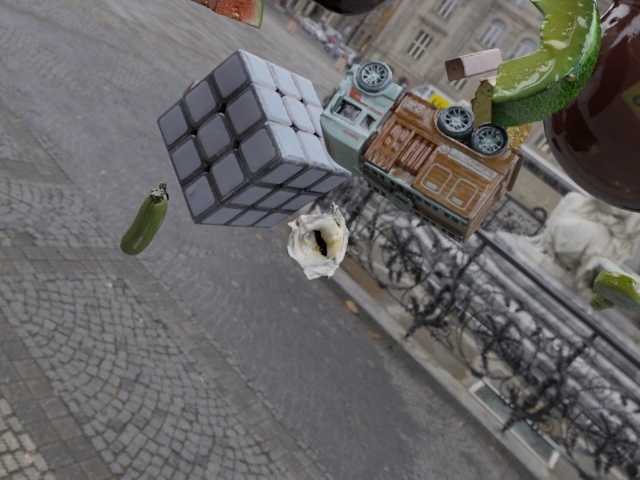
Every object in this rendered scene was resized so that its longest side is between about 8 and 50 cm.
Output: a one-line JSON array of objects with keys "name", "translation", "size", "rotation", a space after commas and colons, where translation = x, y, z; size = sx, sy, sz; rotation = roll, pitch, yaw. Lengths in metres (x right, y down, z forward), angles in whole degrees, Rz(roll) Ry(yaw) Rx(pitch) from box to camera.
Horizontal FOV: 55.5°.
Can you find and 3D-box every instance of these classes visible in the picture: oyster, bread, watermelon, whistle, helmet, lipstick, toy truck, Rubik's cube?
[{"name": "oyster", "translation": [-0.007, 0.004, 1.950], "size": [0.271, 0.100, 0.275], "rotation": [8, 67, -44]}, {"name": "bread", "translation": [0.489, -0.325, 1.620], "size": [0.140, 0.228, 0.143], "rotation": [-21, 48, -19]}, {"name": "watermelon", "translation": [-0.240, -0.623, 1.536], "size": [0.145, 0.137, 0.193], "rotation": [39, -23, 45]}, {"name": "whistle", "translation": [0.590, 0.105, 1.218], "size": [0.104, 0.057, 0.198], "rotation": [33, -7, 15]}, {"name": "helmet", "translation": [0.487, -0.165, 0.940], "size": [0.385, 0.230, 0.337], "rotation": [51, 19, -3]}, {"name": "lipstick", "translation": [0.319, -0.364, 1.260], "size": [0.145, 0.045, 0.045], "rotation": [-24, 103, -39]}, {"name": "toy truck", "translation": [0.139, -0.134, 0.941], "size": [0.305, 0.162, 0.136], "rotation": [34, -12, 17]}, {"name": "Rubik's cube", "translation": [-0.159, -0.225, 1.480], "size": [0.301, 0.304, 0.305], "rotation": [1, 61, -58]}]

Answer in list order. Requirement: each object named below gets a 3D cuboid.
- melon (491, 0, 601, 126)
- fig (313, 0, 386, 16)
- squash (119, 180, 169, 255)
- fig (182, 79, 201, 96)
[{"name": "melon", "translation": [0.303, -0.253, 0.807], "size": [0.118, 0.209, 0.064], "rotation": [14, -6, 27]}, {"name": "fig", "translation": [0.039, -0.493, 1.006], "size": [0.235, 0.235, 0.214], "rotation": [32, 61, -17]}, {"name": "squash", "translation": [-0.312, -0.035, 1.091], "size": [0.052, 0.183, 0.052], "rotation": [24, 38, -20]}, {"name": "fig", "translation": [-0.300, -0.362, 1.605], "size": [0.125, 0.089, 0.089], "rotation": [34, 16, -17]}]
